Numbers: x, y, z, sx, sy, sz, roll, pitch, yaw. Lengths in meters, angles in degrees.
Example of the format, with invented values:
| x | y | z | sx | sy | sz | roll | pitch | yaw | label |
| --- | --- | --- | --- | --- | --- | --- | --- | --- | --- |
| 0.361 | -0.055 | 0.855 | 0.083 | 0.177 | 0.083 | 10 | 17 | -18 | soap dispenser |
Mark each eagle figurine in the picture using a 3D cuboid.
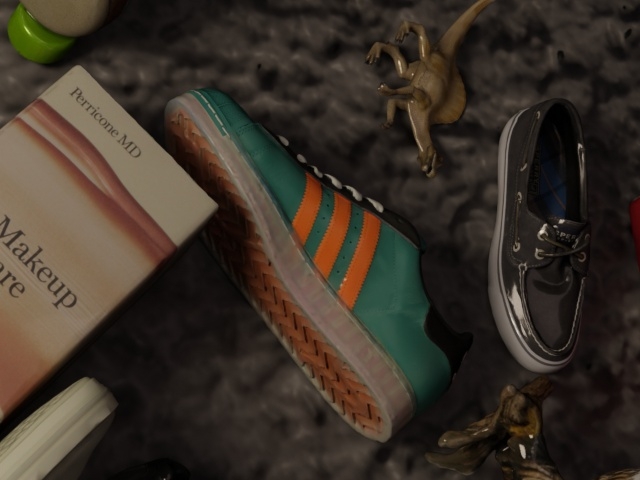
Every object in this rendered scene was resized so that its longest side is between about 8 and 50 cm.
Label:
| x | y | z | sx | sy | sz | roll | pitch | yaw | label |
| --- | --- | --- | --- | --- | --- | --- | --- | --- | --- |
| 0.217 | 0.233 | 1.201 | 0.226 | 0.225 | 0.298 | -27 | 77 | -37 | eagle figurine |

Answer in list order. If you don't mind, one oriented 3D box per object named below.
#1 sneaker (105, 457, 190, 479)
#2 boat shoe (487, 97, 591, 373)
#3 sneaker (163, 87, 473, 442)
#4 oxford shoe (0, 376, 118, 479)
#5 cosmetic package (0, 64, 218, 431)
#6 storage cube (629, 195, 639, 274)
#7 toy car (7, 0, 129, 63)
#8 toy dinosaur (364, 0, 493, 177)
| x | y | z | sx | sy | sz | roll | pitch | yaw | label |
| --- | --- | --- | --- | --- | --- | --- | --- | --- | --- |
| -0.084 | 0.248 | 1.124 | 0.106 | 0.078 | 0.234 | -35 | 72 | 11 | sneaker |
| 0.189 | -0.009 | 1.352 | 0.080 | 0.076 | 0.229 | 11 | 69 | -18 | boat shoe |
| 0.000 | 0.000 | 1.265 | 0.121 | 0.108 | 0.302 | -38 | 97 | -28 | sneaker |
| -0.255 | 0.283 | 1.038 | 0.130 | 0.169 | 0.449 | 36 | 71 | -4 | oxford shoe |
| -0.229 | 0.038 | 1.144 | 0.153 | 0.129 | 0.296 | 44 | 63 | -2 | cosmetic package |
| 0.390 | 0.031 | 1.359 | 0.215 | 0.183 | 0.193 | 0 | 72 | -21 | storage cube |
| -0.162 | -0.249 | 1.262 | 0.149 | 0.155 | 0.188 | 51 | 51 | 0 | toy car |
| 0.089 | -0.142 | 1.380 | 0.092 | 0.053 | 0.183 | 28 | 72 | -28 | toy dinosaur |
